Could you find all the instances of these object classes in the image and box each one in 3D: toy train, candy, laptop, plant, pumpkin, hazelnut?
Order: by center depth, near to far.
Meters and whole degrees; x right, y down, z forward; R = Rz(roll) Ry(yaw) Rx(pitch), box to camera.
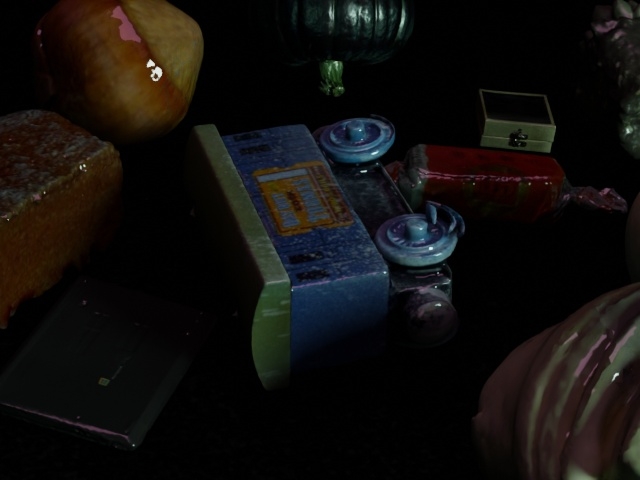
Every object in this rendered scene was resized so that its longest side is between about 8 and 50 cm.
[{"bbox_3d":[-0.175,0.094,1.194,0.135,0.016,0.197,14,33,9],"label":"laptop"},{"bbox_3d":[0.000,0.000,1.283,0.202,0.131,0.299,-11,35,-13],"label":"toy train"},{"bbox_3d":[0.162,-0.054,1.453,0.292,0.059,0.086,5,31,-5],"label":"candy"},{"bbox_3d":[-0.204,-0.174,1.487,0.182,0.182,0.182,5,32,-3],"label":"hazelnut"},{"bbox_3d":[0.351,-0.180,1.625,0.129,0.132,0.194,4,37,-12],"label":"plant"},{"bbox_3d":[0.009,-0.256,1.658,0.194,0.150,0.194,14,26,-7],"label":"pumpkin"}]

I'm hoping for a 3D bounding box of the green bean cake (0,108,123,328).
[{"bbox_3d":[-0.278,-0.022,1.282,0.199,0.097,0.233,29,38,33],"label":"green bean cake"}]

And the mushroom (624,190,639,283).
[{"bbox_3d":[0.399,0.001,1.237,0.260,0.254,0.234,35,63,-23],"label":"mushroom"}]

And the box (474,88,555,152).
[{"bbox_3d":[0.212,-0.131,1.604,0.079,0.035,0.083,5,32,-4],"label":"box"}]

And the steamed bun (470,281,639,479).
[{"bbox_3d":[0.282,0.136,1.044,0.320,0.206,0.275,-4,35,-10],"label":"steamed bun"}]
